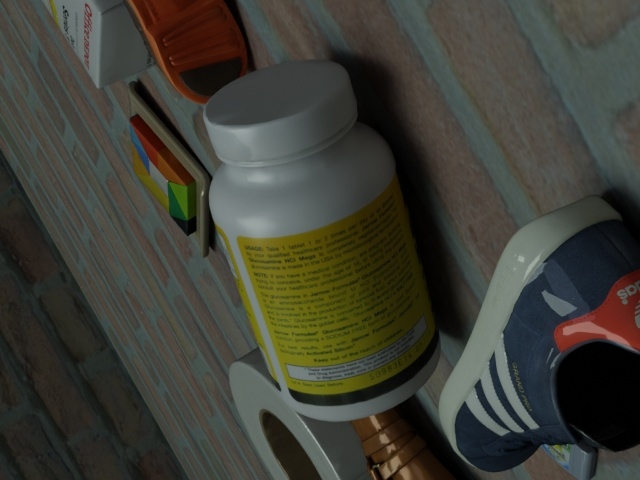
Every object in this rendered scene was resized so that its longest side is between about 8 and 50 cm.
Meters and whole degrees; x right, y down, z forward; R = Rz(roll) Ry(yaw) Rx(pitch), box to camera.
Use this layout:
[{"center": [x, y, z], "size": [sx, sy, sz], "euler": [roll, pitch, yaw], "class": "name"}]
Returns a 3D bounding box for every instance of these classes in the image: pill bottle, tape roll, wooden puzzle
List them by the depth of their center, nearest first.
[{"center": [0.000, 0.000, 1.062], "size": [0.188, 0.187, 0.334], "euler": [31, 145, 52], "class": "pill bottle"}, {"center": [-0.013, 0.342, 1.697], "size": [0.392, 0.072, 0.392], "euler": [47, 155, 30], "class": "tape roll"}, {"center": [-0.248, -0.107, 1.701], "size": [0.239, 0.044, 0.221], "euler": [53, 158, 21], "class": "wooden puzzle"}]

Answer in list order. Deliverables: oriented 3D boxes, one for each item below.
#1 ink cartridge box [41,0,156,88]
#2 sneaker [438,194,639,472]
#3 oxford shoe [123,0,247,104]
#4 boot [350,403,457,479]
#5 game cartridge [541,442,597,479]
[{"center": [-0.311, -0.371, 1.397], "size": [0.278, 0.117, 0.201], "euler": [56, 159, 10], "class": "ink cartridge box"}, {"center": [0.194, 0.127, 0.855], "size": [0.148, 0.131, 0.350], "euler": [53, 158, 31], "class": "sneaker"}, {"center": [-0.199, -0.328, 1.191], "size": [0.132, 0.129, 0.364], "euler": [40, 151, 56], "class": "oxford shoe"}, {"center": [0.129, 0.283, 1.283], "size": [0.220, 0.109, 0.283], "euler": [64, 167, 3], "class": "boot"}, {"center": [0.231, 0.193, 1.022], "size": [0.083, 0.017, 0.056], "euler": [43, 157, 40], "class": "game cartridge"}]
